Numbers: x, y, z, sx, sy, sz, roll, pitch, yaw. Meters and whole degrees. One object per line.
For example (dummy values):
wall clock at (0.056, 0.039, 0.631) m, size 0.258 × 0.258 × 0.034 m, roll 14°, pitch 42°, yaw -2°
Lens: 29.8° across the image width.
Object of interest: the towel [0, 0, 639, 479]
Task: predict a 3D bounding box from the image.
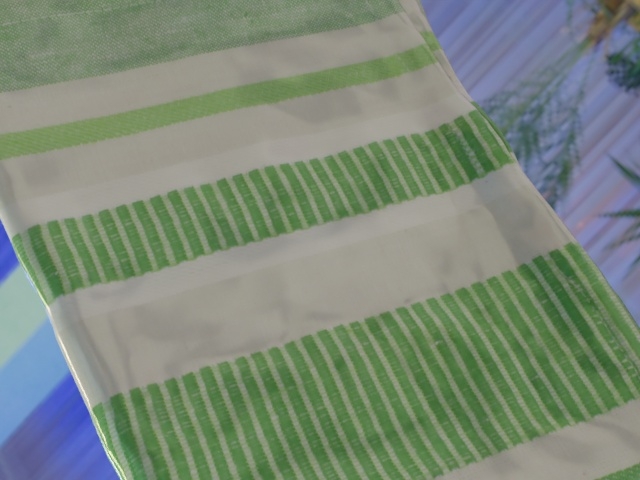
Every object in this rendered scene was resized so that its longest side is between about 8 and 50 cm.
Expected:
towel at (0.000, 0.000, 0.524) m, size 0.325 × 0.247 × 0.038 m, roll 61°, pitch 151°, yaw 22°
